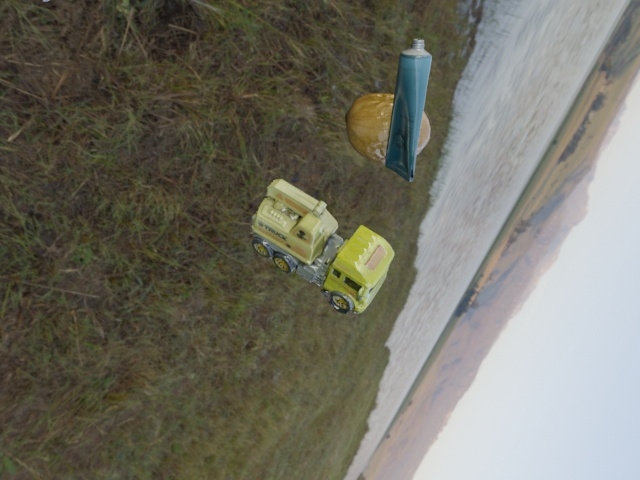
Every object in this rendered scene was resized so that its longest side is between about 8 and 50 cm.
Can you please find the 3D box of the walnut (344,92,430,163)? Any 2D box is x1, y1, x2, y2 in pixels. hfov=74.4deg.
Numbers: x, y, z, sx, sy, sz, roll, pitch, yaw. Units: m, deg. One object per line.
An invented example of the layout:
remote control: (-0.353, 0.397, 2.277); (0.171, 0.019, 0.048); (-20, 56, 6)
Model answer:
walnut: (0.137, -0.226, 0.857); (0.144, 0.180, 0.144); (-166, -90, -86)

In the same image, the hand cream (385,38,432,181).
hand cream: (0.143, -0.212, 0.701); (0.048, 0.083, 0.224); (-15, 127, -23)

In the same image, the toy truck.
toy truck: (0.000, 0.000, 0.768); (0.124, 0.272, 0.157); (-50, 168, -31)
